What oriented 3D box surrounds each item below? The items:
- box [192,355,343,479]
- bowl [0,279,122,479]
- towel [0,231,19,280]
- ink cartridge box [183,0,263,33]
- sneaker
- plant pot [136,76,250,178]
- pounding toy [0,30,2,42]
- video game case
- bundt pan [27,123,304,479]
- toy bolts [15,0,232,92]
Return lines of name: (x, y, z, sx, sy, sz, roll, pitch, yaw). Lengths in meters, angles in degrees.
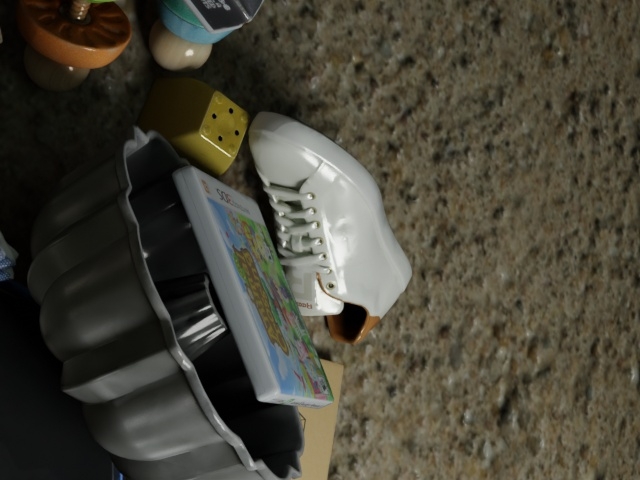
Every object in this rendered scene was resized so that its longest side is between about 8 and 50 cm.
box: (-0.065, 0.182, 1.569, 0.201, 0.021, 0.164, 19, 75, -41)
bowl: (-0.326, 0.197, 1.291, 0.391, 0.077, 0.391, 5, 83, -42)
towel: (-0.393, -0.018, 1.214, 0.285, 0.034, 0.209, -23, 75, -38)
ink cartridge box: (-0.096, -0.385, 1.337, 0.303, 0.072, 0.307, 50, 53, -31)
sneaker: (0.000, 0.000, 1.559, 0.123, 0.106, 0.290, -58, 138, -23)
plant pot: (-0.114, -0.104, 1.503, 0.081, 0.083, 0.081, 35, 65, -35)
pounding toy: (-0.335, -0.218, 1.297, 0.130, 0.100, 0.141, -15, 97, -42)
video game case: (-0.056, 0.046, 1.433, 0.212, 0.023, 0.193, 68, 11, 13)
bundt pan: (-0.138, 0.076, 1.362, 0.331, 0.124, 0.331, 62, 10, -20)
toy bolts: (-0.179, -0.236, 1.456, 0.228, 0.158, 0.218, 1, 46, -33)
